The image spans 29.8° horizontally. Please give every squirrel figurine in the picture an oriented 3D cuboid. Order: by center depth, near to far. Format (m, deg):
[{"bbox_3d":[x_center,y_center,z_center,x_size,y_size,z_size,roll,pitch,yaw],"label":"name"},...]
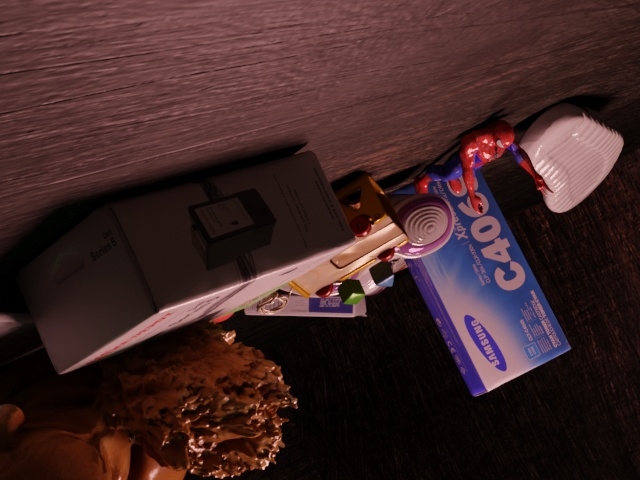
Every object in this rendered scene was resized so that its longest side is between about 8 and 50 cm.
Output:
[{"bbox_3d":[-0.234,0.210,1.280,0.397,0.281,0.370,-36,178,-3],"label":"squirrel figurine"}]

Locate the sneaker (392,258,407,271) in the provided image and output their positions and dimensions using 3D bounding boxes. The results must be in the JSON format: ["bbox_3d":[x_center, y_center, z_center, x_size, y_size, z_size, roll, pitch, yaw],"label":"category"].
[{"bbox_3d":[0.169,0.030,2.574,0.092,0.088,0.225,-17,169,-45],"label":"sneaker"}]

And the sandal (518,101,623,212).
[{"bbox_3d":[0.403,-0.159,1.983,0.169,0.102,0.416,-41,159,6],"label":"sandal"}]

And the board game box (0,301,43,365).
[{"bbox_3d":[-0.471,0.146,1.201,0.390,0.050,0.390,-26,174,2],"label":"board game box"}]

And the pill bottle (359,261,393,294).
[{"bbox_3d":[0.079,0.053,2.325,0.108,0.108,0.193,-27,173,7],"label":"pill bottle"}]

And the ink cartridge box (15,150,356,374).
[{"bbox_3d":[-0.134,0.020,1.205,0.273,0.115,0.198,-19,171,-44],"label":"ink cartridge box"}]

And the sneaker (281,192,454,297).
[{"bbox_3d":[0.039,0.004,1.759,0.305,0.114,0.152,-14,-169,-18],"label":"sneaker"}]

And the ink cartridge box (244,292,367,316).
[{"bbox_3d":[-0.024,0.130,2.433,0.223,0.045,0.224,1,177,8],"label":"ink cartridge box"}]

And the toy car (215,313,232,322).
[{"bbox_3d":[-0.237,0.135,1.998,0.225,0.053,0.239,-26,173,-3],"label":"toy car"}]

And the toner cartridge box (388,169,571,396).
[{"bbox_3d":[0.245,0.057,1.928,0.165,0.348,0.075,-24,172,-17],"label":"toner cartridge box"}]

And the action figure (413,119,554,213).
[{"bbox_3d":[0.233,-0.084,1.735,0.091,0.139,0.280,-25,171,-18],"label":"action figure"}]

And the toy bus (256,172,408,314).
[{"bbox_3d":[0.012,-0.004,1.608,0.202,0.104,0.191,-5,143,-27],"label":"toy bus"}]
